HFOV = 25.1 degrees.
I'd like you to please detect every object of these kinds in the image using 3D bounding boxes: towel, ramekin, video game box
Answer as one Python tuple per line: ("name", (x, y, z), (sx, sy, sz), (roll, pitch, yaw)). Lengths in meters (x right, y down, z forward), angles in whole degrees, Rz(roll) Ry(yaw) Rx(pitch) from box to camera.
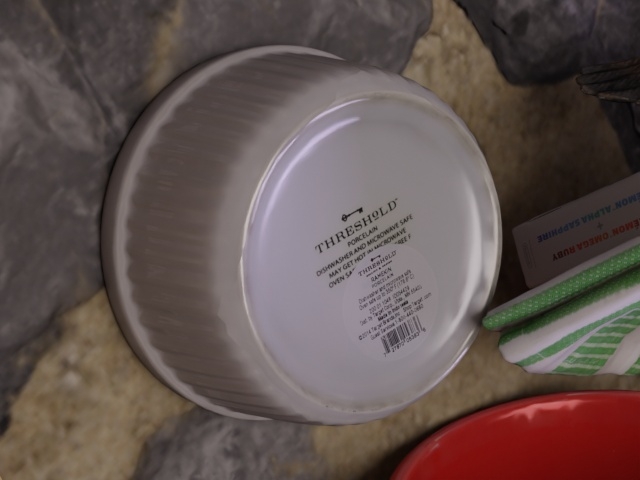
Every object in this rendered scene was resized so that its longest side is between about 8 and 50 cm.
("towel", (0.261, 0.023, 0.827), (0.325, 0.248, 0.038), (16, 49, -57))
("ramekin", (0.000, 0.000, 0.758), (0.207, 0.109, 0.207), (-5, 99, -35))
("video game box", (0.254, -0.019, 0.874), (0.205, 0.187, 0.048), (-2, 71, -39))

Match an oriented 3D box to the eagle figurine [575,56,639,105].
("eagle figurine", (0.299, -0.150, 0.901), (0.298, 0.226, 0.225), (20, 105, -40))

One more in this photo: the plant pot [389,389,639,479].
("plant pot", (0.177, 0.254, 0.836), (0.275, 0.275, 0.243), (-17, 115, -32))

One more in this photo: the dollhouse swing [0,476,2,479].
("dollhouse swing", (-0.324, 0.142, 0.552), (0.347, 0.315, 0.305), (-35, 150, -26))
